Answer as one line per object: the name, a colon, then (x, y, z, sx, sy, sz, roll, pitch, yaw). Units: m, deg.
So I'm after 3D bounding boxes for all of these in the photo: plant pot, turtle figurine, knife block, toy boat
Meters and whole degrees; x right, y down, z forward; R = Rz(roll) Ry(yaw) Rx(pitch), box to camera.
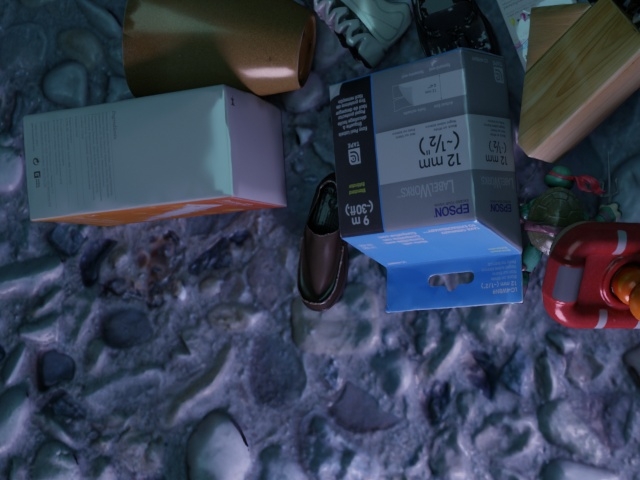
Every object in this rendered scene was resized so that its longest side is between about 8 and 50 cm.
plant pot: (-0.142, -0.312, 1.573, 0.254, 0.237, 0.237, 12, 92, 8)
turtle figurine: (0.325, -0.021, 1.441, 0.175, 0.118, 0.234, 13, 98, 20)
knife block: (0.393, -0.237, 1.331, 0.242, 0.088, 0.275, 6, 90, 39)
toy boat: (0.418, 0.062, 1.344, 0.231, 0.151, 0.151, 1, 112, -13)

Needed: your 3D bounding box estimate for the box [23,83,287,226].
box: (-0.253, -0.123, 1.594, 0.345, 0.215, 0.168, -6, 86, 20)

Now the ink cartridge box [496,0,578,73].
ink cartridge box: (0.335, -0.287, 1.470, 0.104, 0.061, 0.181, -23, 81, 18)

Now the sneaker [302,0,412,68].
sneaker: (0.021, -0.402, 1.573, 0.118, 0.110, 0.292, -43, 83, 5)

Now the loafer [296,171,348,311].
loafer: (0.000, 0.000, 1.569, 0.080, 0.078, 0.220, 7, 90, 20)

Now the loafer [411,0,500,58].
loafer: (0.178, -0.349, 1.511, 0.109, 0.095, 0.302, -23, 81, 17)

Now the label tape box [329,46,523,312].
label tape box: (0.147, -0.075, 1.460, 0.249, 0.115, 0.347, -8, 83, 43)
